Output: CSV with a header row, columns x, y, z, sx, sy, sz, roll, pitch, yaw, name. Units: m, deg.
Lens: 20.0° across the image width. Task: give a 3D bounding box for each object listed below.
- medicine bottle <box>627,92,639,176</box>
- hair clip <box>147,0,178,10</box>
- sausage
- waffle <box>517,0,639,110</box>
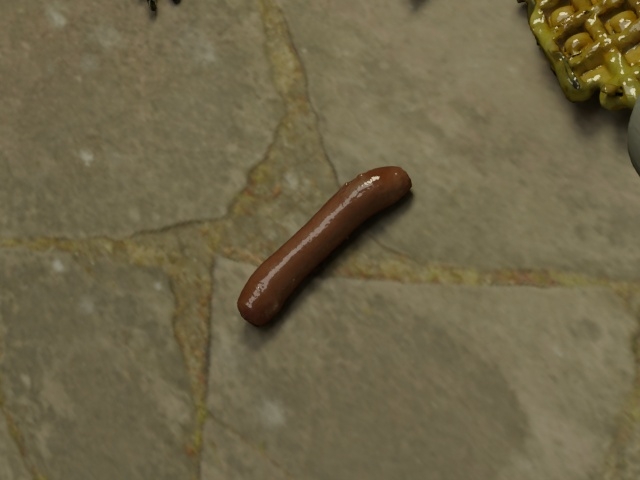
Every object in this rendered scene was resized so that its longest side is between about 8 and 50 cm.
x,y,z,sx,sy,sz,roll,pitch,yaw,name
0.375,0.015,1.223,0.211,0.211,0.371,-32,50,5,medicine bottle
-0.175,-0.304,1.837,0.049,0.049,0.173,-21,53,14,hair clip
0.000,0.000,1.542,0.186,0.043,0.043,-43,50,-4,sausage
0.275,-0.225,1.538,0.262,0.060,0.280,12,64,37,waffle
